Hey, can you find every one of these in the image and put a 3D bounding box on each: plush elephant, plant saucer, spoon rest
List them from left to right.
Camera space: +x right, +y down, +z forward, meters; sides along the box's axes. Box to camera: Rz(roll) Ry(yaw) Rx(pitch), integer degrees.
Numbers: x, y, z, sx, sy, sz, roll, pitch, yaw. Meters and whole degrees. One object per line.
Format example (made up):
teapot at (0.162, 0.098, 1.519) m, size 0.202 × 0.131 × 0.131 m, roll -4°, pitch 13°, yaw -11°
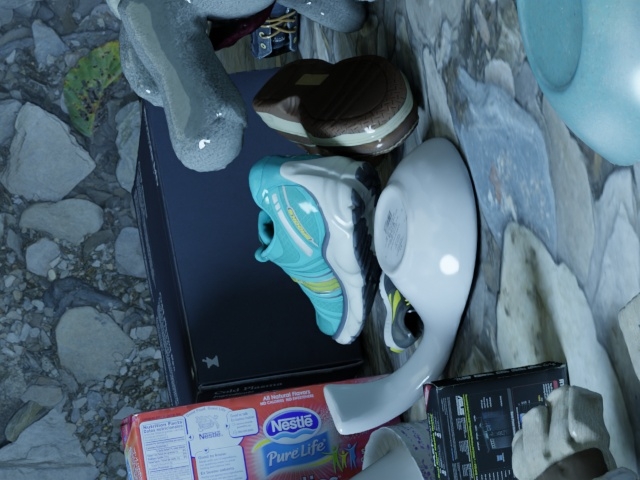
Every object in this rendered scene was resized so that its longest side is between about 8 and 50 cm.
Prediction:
plush elephant at (-0.064, -0.247, 1.433) m, size 0.330 × 0.255 × 0.272 m, roll 45°, pitch 111°, yaw 15°
spoon rest at (0.076, 0.041, 1.350) m, size 0.137 × 0.084 × 0.276 m, roll -112°, pitch 31°, yaw -45°
plant saucer at (0.145, -0.136, 0.944) m, size 0.195 × 0.037 × 0.195 m, roll 172°, pitch 90°, yaw -78°

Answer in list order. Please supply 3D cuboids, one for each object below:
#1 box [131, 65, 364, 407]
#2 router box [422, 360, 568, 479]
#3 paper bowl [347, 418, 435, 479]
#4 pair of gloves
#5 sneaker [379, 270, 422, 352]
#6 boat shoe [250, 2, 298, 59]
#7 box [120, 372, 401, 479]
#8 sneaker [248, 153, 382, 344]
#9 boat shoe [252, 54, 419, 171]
box at (-0.091, 0.032, 1.855) m, size 0.312 × 0.178 × 0.343 m, roll 112°, pitch 148°, yaw -70°
router box at (0.123, 0.147, 1.111) m, size 0.038 × 0.092 × 0.123 m, roll -178°, pitch 80°, yaw -79°
paper bowl at (0.084, 0.277, 1.262) m, size 0.284 × 0.148 × 0.284 m, roll 173°, pitch 90°, yaw -78°
pair of gloves at (0.178, 0.150, 0.906) m, size 0.240 × 0.042 × 0.204 m, roll 122°, pitch 144°, yaw -50°
sneaker at (0.075, 0.055, 1.455) m, size 0.035 × 0.031 × 0.083 m, roll -23°, pitch 66°, yaw 50°
boat shoe at (-0.045, -0.238, 1.746) m, size 0.183 × 0.065 × 0.083 m, roll -177°, pitch 76°, yaw -84°
box at (-0.053, 0.210, 1.597) m, size 0.122 × 0.256 × 0.128 m, roll 145°, pitch 116°, yaw -75°
sneaker at (0.000, 0.000, 1.462) m, size 0.275 × 0.110 × 0.107 m, roll 79°, pitch -155°, yaw -60°
boat shoe at (0.031, -0.103, 1.454) m, size 0.095 × 0.095 × 0.257 m, roll 48°, pitch 173°, yaw -22°
